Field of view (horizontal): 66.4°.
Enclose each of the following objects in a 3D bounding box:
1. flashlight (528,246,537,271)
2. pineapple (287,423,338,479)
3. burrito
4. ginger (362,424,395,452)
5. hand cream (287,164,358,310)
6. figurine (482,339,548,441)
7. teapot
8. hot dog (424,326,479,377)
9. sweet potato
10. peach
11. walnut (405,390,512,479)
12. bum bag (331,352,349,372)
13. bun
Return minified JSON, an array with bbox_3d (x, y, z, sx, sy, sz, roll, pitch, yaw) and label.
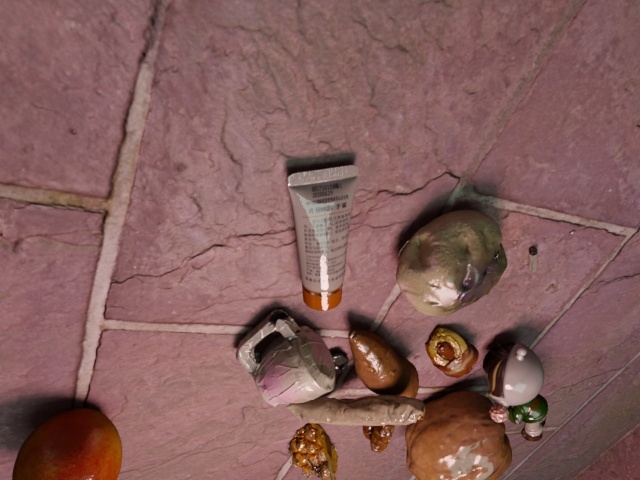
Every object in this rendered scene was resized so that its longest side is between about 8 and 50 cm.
[{"bbox_3d":[0.562,0.051,1.293,0.018,0.018,0.083,-23,133,-1],"label":"flashlight"},{"bbox_3d":[-0.023,0.698,1.515,0.139,0.164,0.250,-19,137,4],"label":"pineapple"},{"bbox_3d":[0.095,0.454,1.305,0.391,0.076,0.117,-10,155,27],"label":"burrito"},{"bbox_3d":[0.191,0.581,1.544,0.073,0.103,0.162,5,117,-31],"label":"ginger"},{"bbox_3d":[0.000,0.000,0.971,0.139,0.089,0.315,-8,127,-18],"label":"hand cream"},{"bbox_3d":[0.616,0.461,1.512,0.281,0.167,0.370,-47,120,-38],"label":"figurine"},{"bbox_3d":[-0.084,0.293,1.136,0.178,0.163,0.221,-31,134,15],"label":"teapot"},{"bbox_3d":[0.393,0.344,1.424,0.123,0.093,0.261,-42,132,14],"label":"hot dog"},{"bbox_3d":[0.148,0.326,1.283,0.131,0.131,0.336,-37,133,11],"label":"sweet potato"},{"bbox_3d":[-0.549,0.494,1.072,0.230,0.231,0.231,-12,132,-13],"label":"peach"},{"bbox_3d":[0.436,0.663,1.591,0.343,0.306,0.306,-25,134,-3],"label":"walnut"},{"bbox_3d":[-0.015,0.346,1.286,0.197,0.049,0.087,-16,138,-11],"label":"bum bag"},{"bbox_3d":[0.304,0.066,1.101,0.272,0.168,0.273,-17,133,-19],"label":"bun"}]
